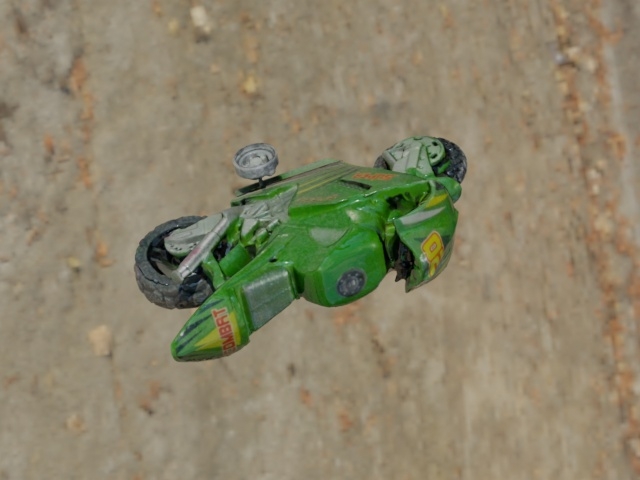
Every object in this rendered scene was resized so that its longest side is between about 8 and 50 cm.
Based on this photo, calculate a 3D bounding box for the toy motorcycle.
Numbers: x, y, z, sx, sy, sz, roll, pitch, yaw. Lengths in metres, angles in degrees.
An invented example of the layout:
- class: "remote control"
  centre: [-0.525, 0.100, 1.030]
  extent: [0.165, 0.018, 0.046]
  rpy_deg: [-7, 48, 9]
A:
- class: "toy motorcycle"
  centre: [0.000, 0.000, 0.693]
  extent: [0.106, 0.190, 0.074]
  rpy_deg: [-125, -162, -49]
